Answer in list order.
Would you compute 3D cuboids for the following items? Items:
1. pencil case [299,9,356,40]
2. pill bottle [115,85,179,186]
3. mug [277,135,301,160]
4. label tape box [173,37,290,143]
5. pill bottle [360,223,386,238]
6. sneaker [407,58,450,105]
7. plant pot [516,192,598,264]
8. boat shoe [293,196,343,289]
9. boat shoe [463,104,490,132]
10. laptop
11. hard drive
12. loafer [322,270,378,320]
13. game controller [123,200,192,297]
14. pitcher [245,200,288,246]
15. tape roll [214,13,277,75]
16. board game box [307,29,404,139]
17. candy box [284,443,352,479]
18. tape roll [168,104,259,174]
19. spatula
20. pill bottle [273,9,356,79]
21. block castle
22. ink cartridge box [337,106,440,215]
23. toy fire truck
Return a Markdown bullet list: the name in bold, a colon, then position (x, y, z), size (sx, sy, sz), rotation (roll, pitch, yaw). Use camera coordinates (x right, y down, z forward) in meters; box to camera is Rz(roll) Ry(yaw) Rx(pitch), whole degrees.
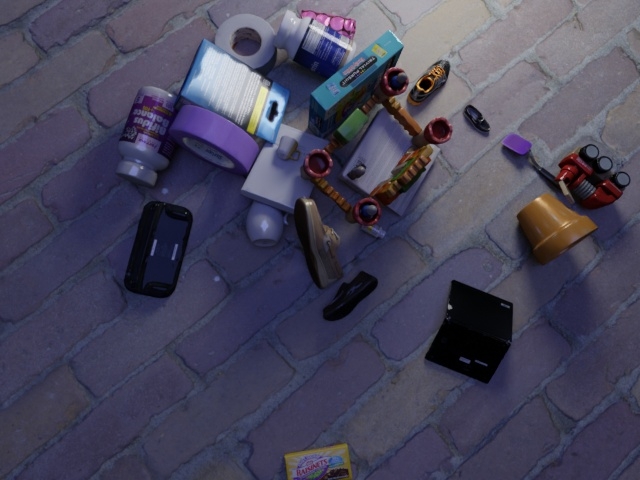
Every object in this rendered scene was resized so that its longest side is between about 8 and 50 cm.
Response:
- **pencil case**: position (0.024, -0.774, 1.572), size (0.209, 0.095, 0.098), rotation (7, 46, 0)
- **pill bottle**: position (-0.569, -0.339, 1.434), size (0.169, 0.169, 0.301), rotation (16, 81, -1)
- **mug**: position (-0.107, -0.302, 1.427), size (0.078, 0.062, 0.064), rotation (19, 67, 7)
- **label tape box**: position (-0.293, -0.480, 1.462), size (0.334, 0.106, 0.240), rotation (25, 66, -27)
- **pill bottle**: position (0.184, -0.038, 1.492), size (0.083, 0.043, 0.043), rotation (30, 81, 1)
- **sneaker**: position (0.407, -0.586, 1.568), size (0.084, 0.083, 0.215), rotation (38, 80, 4)
- **plant pot**: position (0.781, -0.050, 1.462), size (0.205, 0.205, 0.188), rotation (-30, 69, -7)
- **boat shoe**: position (0.000, 0.000, 1.378), size (0.110, 0.121, 0.341), rotation (-23, 128, -14)
- **boat shoe**: position (0.578, -0.448, 1.578), size (0.046, 0.038, 0.125), rotation (-39, 85, -8)
- **laptop**: position (0.511, 0.310, 1.474), size (0.234, 0.136, 0.264), rotation (22, 106, 1)
- **hard drive**: position (-0.109, -0.246, 1.453), size (0.210, 0.040, 0.318), rotation (20, 60, 0)
- **loafer**: position (0.091, 0.185, 1.447), size (0.220, 0.080, 0.078), rotation (-37, 52, -7)
- **game controller**: position (-0.541, 0.028, 1.443), size (0.166, 0.067, 0.319), rotation (14, 81, -15)
- **pitcher**: position (-0.159, -0.089, 1.445), size (0.178, 0.125, 0.207), rotation (0, 70, -4)
- **tape roll**: position (-0.266, -0.697, 1.553), size (0.219, 0.072, 0.219), rotation (0, 81, -3)
- **board game box**: position (0.109, -0.511, 1.453), size (0.336, 0.254, 0.079), rotation (-41, 86, -8)
- **candy box**: position (-0.007, 0.723, 1.376), size (0.206, 0.027, 0.105), rotation (-8, 79, -5)
- **tape roll**: position (-0.341, -0.318, 1.389), size (0.275, 0.275, 0.090), rotation (24, 82, 1)
- **spatula**: position (0.790, -0.281, 1.567), size (0.296, 0.030, 0.084), rotation (46, 65, 2)
- **pill bottle**: position (-0.021, -0.676, 1.497), size (0.265, 0.153, 0.153), rotation (24, 81, -13)
- **block castle**: position (0.180, -0.285, 1.360), size (0.303, 0.213, 0.453), rotation (44, 78, -10)
- **ink cartridge box**: position (0.243, -0.274, 1.520), size (0.261, 0.066, 0.296), rotation (34, 81, -13)
- **toy fire truck**: position (0.915, -0.185, 1.493), size (0.217, 0.158, 0.246), rotation (44, 80, 3)
